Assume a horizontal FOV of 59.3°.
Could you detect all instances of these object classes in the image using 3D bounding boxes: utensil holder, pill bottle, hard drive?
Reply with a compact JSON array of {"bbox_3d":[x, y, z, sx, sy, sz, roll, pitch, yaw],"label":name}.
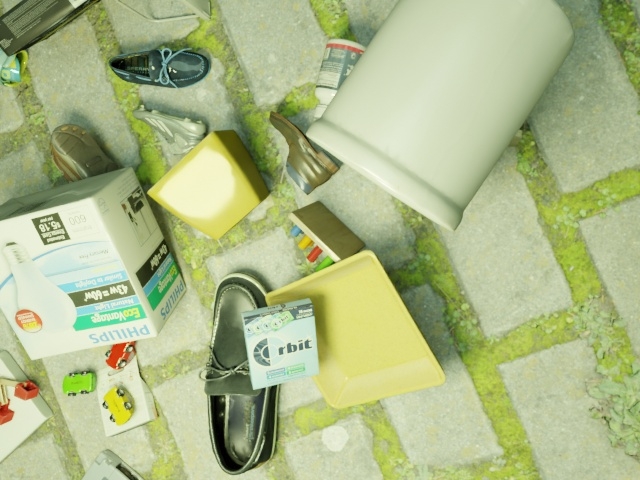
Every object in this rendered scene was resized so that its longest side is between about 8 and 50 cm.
[{"bbox_3d":[0.213,-0.263,1.026,0.328,0.327,0.385,34,96,9],"label":"utensil holder"},{"bbox_3d":[0.046,-0.367,1.318,0.108,0.108,0.180,16,96,12],"label":"pill bottle"},{"bbox_3d":[-0.952,0.515,1.606,0.353,0.047,0.233,-42,83,11],"label":"hard drive"}]

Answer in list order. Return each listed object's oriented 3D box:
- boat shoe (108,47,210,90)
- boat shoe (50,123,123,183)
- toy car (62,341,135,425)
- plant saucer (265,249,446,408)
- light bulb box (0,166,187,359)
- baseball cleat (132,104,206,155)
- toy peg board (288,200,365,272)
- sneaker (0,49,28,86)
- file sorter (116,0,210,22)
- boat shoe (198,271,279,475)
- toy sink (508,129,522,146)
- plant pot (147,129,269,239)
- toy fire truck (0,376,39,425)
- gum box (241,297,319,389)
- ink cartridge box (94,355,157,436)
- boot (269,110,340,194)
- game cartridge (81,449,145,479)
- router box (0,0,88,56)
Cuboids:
[{"bbox_3d":[-0.412,-0.431,1.427,0.259,0.089,0.108,-4,91,13],"label":"boat shoe"},{"bbox_3d":[-0.585,-0.151,1.477,0.116,0.123,0.324,-32,94,45],"label":"boat shoe"},{"bbox_3d":[-0.584,0.373,1.500,0.225,0.053,0.238,-10,72,18],"label":"toy car"},{"bbox_3d":[0.083,0.201,1.284,0.333,0.081,0.332,-26,98,37],"label":"plant saucer"},{"bbox_3d":[-0.574,0.058,1.353,0.358,0.225,0.360,-13,113,13],"label":"light bulb box"},{"bbox_3d":[-0.395,-0.278,1.440,0.206,0.072,0.109,15,102,15],"label":"baseball cleat"},{"bbox_3d":[0.000,0.000,1.324,0.161,0.161,0.079,43,115,8],"label":"toy peg board"},{"bbox_3d":[-0.908,-0.458,1.451,0.208,0.319,0.127,38,143,2],"label":"sneaker"},{"bbox_3d":[-0.390,-0.693,1.363,0.173,0.193,0.277,-3,91,15],"label":"file sorter"},{"bbox_3d":[-0.193,0.328,1.376,0.187,0.156,0.499,0,91,14],"label":"boat shoe"},{"bbox_3d":[0.326,-0.293,1.237,0.234,0.153,0.131,10,94,13],"label":"toy sink"},{"bbox_3d":[-0.245,-0.125,1.354,0.212,0.212,0.187,-40,97,11],"label":"plant pot"},{"bbox_3d":[-0.877,0.426,1.537,0.192,0.047,0.135,21,96,12],"label":"toy fire truck"},{"bbox_3d":[-0.088,0.233,1.264,0.157,0.041,0.184,-11,114,-13],"label":"gum box"},{"bbox_3d":[-0.528,0.420,1.521,0.146,0.045,0.179,-24,69,13],"label":"ink cartridge box"},{"bbox_3d":[-0.066,-0.212,1.363,0.219,0.082,0.106,43,98,6],"label":"boot"},{"bbox_3d":[-0.527,0.733,1.517,0.297,0.062,0.198,37,104,9],"label":"game cartridge"},{"bbox_3d":[-0.637,-0.590,1.392,0.309,0.243,0.081,-29,117,12],"label":"router box"}]
